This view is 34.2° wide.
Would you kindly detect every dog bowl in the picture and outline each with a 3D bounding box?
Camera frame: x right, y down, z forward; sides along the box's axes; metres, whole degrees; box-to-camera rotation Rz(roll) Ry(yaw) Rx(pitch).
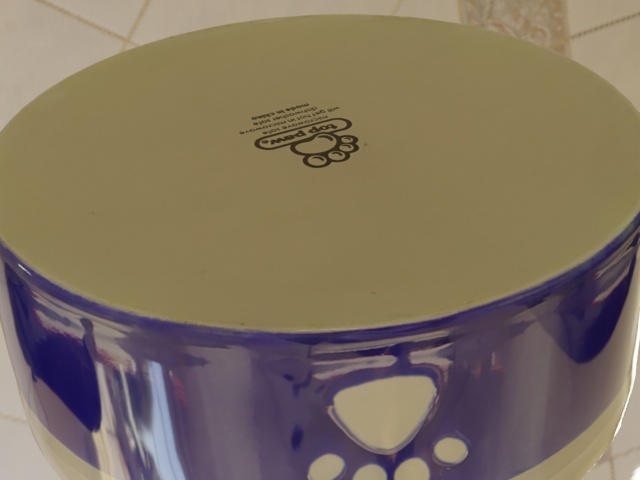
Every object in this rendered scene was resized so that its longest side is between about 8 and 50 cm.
[{"bbox_3d":[0.000,0.000,0.433,0.265,0.265,0.104,-12,124,-12],"label":"dog bowl"}]
